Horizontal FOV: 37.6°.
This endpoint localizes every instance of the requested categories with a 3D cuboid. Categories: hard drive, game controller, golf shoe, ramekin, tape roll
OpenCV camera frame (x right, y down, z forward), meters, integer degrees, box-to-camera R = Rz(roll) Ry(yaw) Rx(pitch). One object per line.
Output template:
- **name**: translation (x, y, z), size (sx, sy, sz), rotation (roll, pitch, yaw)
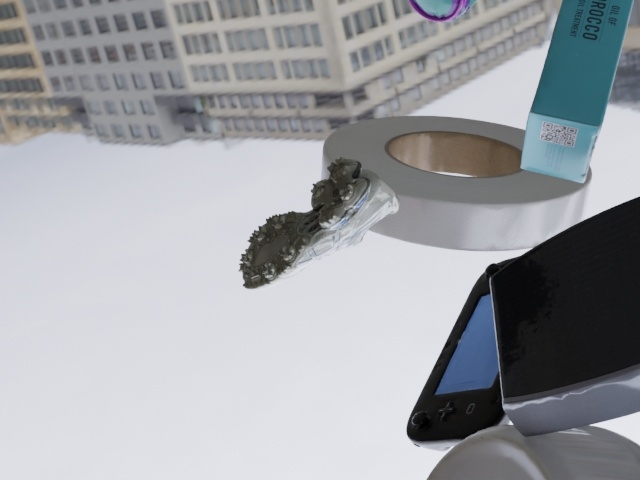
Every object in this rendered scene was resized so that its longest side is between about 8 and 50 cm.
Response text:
- **hard drive**: translation (0.248, 0.050, 0.767), size (0.255, 0.054, 0.172), rotation (-29, -133, 39)
- **game controller**: translation (0.224, 0.137, 1.228), size (0.166, 0.067, 0.319), rotation (-32, -159, 54)
- **golf shoe**: translation (0.000, 0.000, 0.886), size (0.176, 0.086, 0.069), rotation (-36, -129, 30)
- **ramekin**: translation (0.187, 0.289, 0.843), size (0.127, 0.273, 0.273), rotation (21, -174, -27)
- **tape roll**: translation (0.194, -0.094, 1.360), size (0.392, 0.072, 0.392), rotation (2, -156, -1)

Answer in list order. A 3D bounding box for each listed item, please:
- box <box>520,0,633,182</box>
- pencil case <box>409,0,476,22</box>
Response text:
- **box**: translation (0.241, -0.183, 0.845), size (0.060, 0.100, 0.244), rotation (15, -112, 13)
- **pencil case**: translation (0.120, -0.223, 0.682), size (0.070, 0.064, 0.152), rotation (17, -128, 46)
